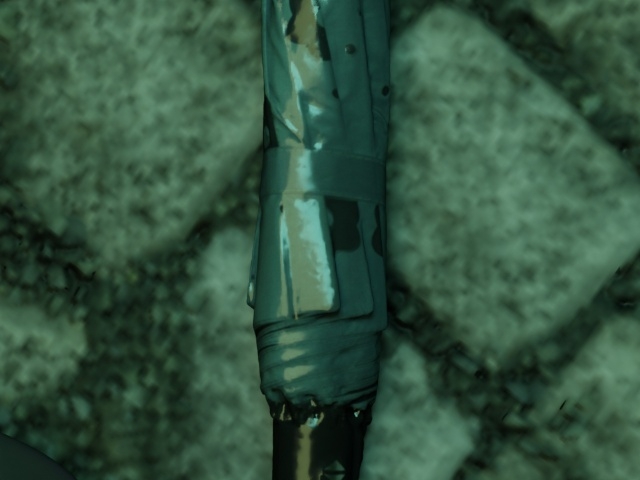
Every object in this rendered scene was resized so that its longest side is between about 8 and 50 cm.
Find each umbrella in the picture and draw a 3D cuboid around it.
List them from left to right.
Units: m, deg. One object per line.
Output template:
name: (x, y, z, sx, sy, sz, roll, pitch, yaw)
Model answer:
umbrella: (0.000, 0.000, 0.741, 0.052, 0.053, 0.250, 1, 86, 17)

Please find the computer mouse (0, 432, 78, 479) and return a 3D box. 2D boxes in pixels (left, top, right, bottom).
computer mouse: (-0.174, 0.183, 0.767, 0.120, 0.057, 0.232, 28, 94, -11)
